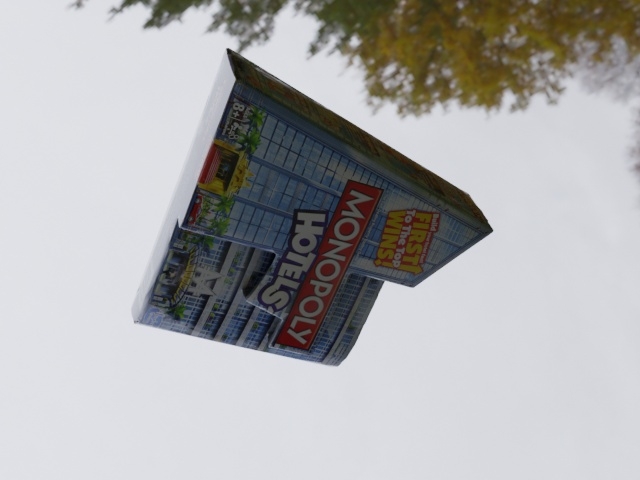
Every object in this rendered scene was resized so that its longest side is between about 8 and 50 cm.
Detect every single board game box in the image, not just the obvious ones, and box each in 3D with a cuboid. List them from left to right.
[{"bbox_3d":[0.000,0.000,0.733,0.194,0.194,0.060,15,-155,-18],"label":"board game box"}]
